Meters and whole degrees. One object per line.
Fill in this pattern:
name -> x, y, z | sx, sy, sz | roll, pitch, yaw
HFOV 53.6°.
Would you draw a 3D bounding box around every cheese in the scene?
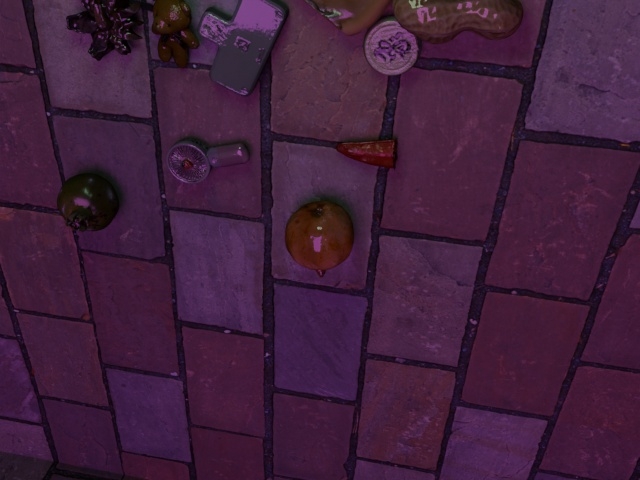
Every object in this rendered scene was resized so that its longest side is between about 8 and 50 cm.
cheese -> 0.078, -0.647, 1.427 | 0.260, 0.128, 0.316 | 28, 130, -18

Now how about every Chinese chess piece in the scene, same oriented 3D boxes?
Chinese chess piece -> 0.176, -0.476, 1.552 | 0.144, 0.058, 0.144 | 5, 124, 8

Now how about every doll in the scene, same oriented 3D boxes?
doll -> -0.381, -0.526, 1.611 | 0.137, 0.097, 0.209 | 27, 142, 13

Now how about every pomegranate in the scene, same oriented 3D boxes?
pomegranate -> -0.001, -0.014, 1.824 | 0.207, 0.207, 0.207 | 6, 124, 9
pomegranate -> -0.713, -0.111, 1.903 | 0.179, 0.210, 0.179 | 3, 100, 15

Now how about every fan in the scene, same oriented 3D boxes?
fan -> -0.320, -0.236, 1.810 | 0.244, 0.074, 0.130 | -7, 121, 16

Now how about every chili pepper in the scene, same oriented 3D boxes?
chili pepper -> 0.123, -0.244, 1.719 | 0.169, 0.065, 0.088 | 7, 123, 12

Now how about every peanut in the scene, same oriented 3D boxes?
peanut -> 0.313, -0.518, 1.447 | 0.298, 0.120, 0.136 | 2, 114, 2

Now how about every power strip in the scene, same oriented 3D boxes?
power strip -> -0.214, -0.517, 1.608 | 0.194, 0.059, 0.265 | 26, 124, -10

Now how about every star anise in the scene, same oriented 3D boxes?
star anise -> -0.560, -0.576, 1.622 | 0.214, 0.099, 0.220 | -10, 121, 15

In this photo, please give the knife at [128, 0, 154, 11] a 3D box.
knife -> -0.427, -0.596, 1.633 | 0.170, 0.010, 0.023 | 19, 126, -1
